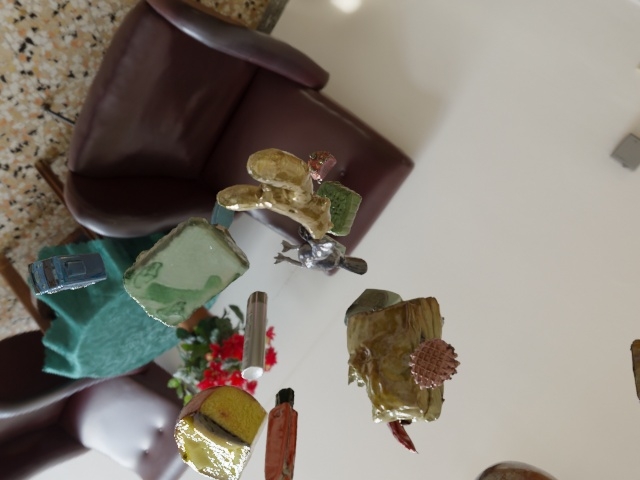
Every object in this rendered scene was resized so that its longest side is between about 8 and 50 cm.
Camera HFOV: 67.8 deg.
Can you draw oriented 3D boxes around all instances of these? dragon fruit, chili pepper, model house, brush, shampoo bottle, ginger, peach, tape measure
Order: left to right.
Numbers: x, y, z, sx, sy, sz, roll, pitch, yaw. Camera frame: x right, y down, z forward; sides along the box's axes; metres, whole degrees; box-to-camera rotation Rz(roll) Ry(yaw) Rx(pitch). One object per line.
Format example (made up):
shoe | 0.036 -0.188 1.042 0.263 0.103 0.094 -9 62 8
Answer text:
model house | -0.361 0.027 1.280 0.267 0.325 0.194 -39 116 6
peach | -0.362 0.678 1.743 0.242 0.306 0.380 -70 175 -50
shampoo bottle | -0.175 0.250 1.277 0.056 0.227 0.086 14 136 -19
brush | -0.091 0.475 1.077 0.070 0.323 0.051 -27 125 18
ginger | -0.078 -0.129 1.324 0.348 0.122 0.363 13 152 -23
dragon fruit | -0.006 -0.348 2.154 0.147 0.102 0.096 -51 145 0
tape measure | 0.234 0.331 2.124 0.262 0.138 0.259 -37 -166 -25
chili pepper | 0.245 0.604 1.562 0.050 0.268 0.059 -41 120 2

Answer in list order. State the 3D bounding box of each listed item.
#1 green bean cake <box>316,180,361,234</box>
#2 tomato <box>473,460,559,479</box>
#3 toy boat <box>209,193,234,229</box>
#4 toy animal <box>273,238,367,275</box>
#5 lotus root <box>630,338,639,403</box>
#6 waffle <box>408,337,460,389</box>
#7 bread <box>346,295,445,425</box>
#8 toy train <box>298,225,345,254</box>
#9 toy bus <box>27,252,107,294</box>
green bean cake | 0.070 -0.164 2.379 0.125 0.222 0.248 7 108 -58
tomato | 0.553 0.774 1.304 0.317 0.316 0.282 -51 155 11
toy boat | -0.372 -0.079 1.756 0.075 0.077 0.185 17 80 -39
toy animal | -0.012 0.041 1.218 0.367 0.205 0.081 34 61 -69
lotus root | 0.932 0.358 1.245 0.180 0.199 0.188 -18 141 42
waffle | 0.177 0.193 0.752 0.083 0.075 0.029 -42 128 21
bread | 0.191 0.325 1.347 0.314 0.191 0.370 -26 -141 44
toy train | 0.000 0.000 1.805 0.051 0.234 0.052 -3 115 -40
toy bus | -0.677 0.085 1.287 0.106 0.090 0.184 -16 179 12
